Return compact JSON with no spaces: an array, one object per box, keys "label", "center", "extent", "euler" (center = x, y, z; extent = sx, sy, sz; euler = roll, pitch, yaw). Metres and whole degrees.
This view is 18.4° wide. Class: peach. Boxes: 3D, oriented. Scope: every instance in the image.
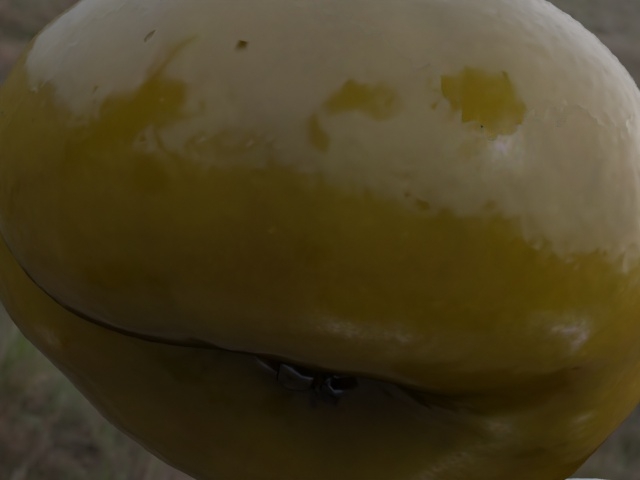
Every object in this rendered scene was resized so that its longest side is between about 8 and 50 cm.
[{"label":"peach","center":[0.000,0.000,0.475],"extent":[0.179,0.103,0.179],"euler":[15,-31,9]}]

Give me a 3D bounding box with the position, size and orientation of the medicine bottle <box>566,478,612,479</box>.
[{"label":"medicine bottle","center":[0.103,0.251,0.754],"extent":[0.170,0.170,0.293],"euler":[15,55,-12]}]
